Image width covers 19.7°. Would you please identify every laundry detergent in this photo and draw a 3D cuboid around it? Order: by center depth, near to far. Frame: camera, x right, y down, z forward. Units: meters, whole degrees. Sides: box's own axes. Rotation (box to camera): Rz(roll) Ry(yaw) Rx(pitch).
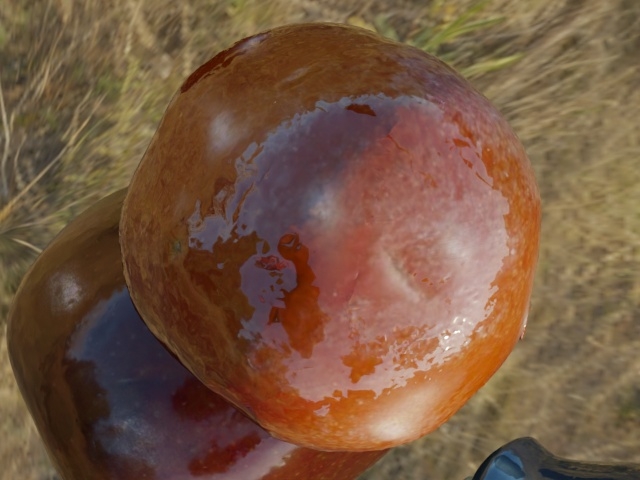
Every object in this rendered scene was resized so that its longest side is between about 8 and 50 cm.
[{"bbox_3d":[0.159,0.176,1.136,0.061,0.206,0.097,-22,109,-40],"label":"laundry detergent"}]

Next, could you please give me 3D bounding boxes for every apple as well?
[{"bbox_3d":[-0.076,0.083,1.377,0.316,0.288,0.288,-23,95,21],"label":"apple"}]

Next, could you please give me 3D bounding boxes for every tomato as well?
[{"bbox_3d":[0.001,-0.003,0.965,0.188,0.232,0.232,-19,94,-40],"label":"tomato"}]
